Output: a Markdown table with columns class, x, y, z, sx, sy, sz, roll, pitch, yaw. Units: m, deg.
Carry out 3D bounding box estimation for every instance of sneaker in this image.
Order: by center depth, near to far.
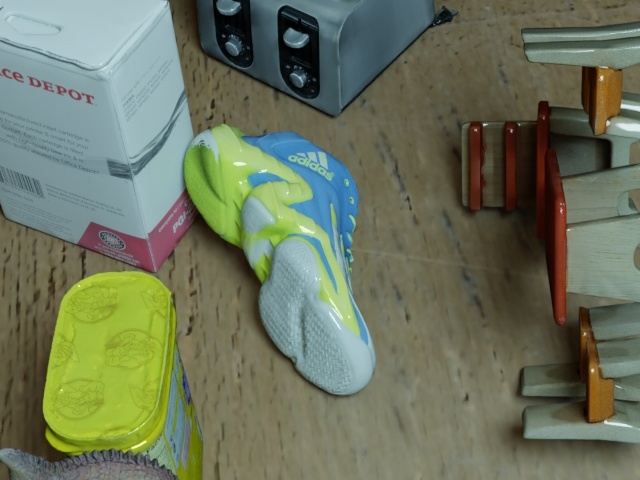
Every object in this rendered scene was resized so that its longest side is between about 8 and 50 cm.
| class | x | y | z | sx | sy | sz | roll | pitch | yaw |
| --- | --- | --- | --- | --- | --- | --- | --- | --- | --- |
| sneaker | 0.000 | 0.000 | 0.992 | 0.126 | 0.091 | 0.240 | -18 | 67 | -36 |

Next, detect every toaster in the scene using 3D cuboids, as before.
| class | x | y | z | sx | sy | sz | roll | pitch | yaw |
| --- | --- | --- | --- | --- | --- | --- | --- | --- | --- |
| toaster | 0.004 | -0.222 | 1.165 | 0.168 | 0.110 | 0.186 | 30 | 59 | 26 |

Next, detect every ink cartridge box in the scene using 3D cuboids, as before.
| class | x | y | z | sx | sy | sz | roll | pitch | yaw |
| --- | --- | --- | --- | --- | --- | --- | --- | --- | --- |
| ink cartridge box | -0.188 | -0.096 | 1.007 | 0.158 | 0.218 | 0.092 | 19 | 54 | 20 |

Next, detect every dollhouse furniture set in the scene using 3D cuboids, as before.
| class | x | y | z | sx | sy | sz | roll | pitch | yaw |
| --- | --- | --- | --- | --- | --- | --- | --- | --- | --- |
| dollhouse furniture set | 0.164 | -0.022 | 0.909 | 0.135 | 0.262 | 0.259 | 0 | 16 | 8 |

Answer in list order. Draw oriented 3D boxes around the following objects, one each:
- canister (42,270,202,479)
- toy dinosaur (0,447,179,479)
| class | x | y | z | sx | sy | sz | roll | pitch | yaw |
| --- | --- | --- | --- | --- | --- | --- | --- | --- | --- |
| canister | -0.123 | 0.121 | 0.849 | 0.073 | 0.170 | 0.126 | -2 | 50 | 4 |
| toy dinosaur | -0.092 | 0.206 | 0.748 | 0.200 | 0.296 | 0.127 | -24 | 22 | -16 |
